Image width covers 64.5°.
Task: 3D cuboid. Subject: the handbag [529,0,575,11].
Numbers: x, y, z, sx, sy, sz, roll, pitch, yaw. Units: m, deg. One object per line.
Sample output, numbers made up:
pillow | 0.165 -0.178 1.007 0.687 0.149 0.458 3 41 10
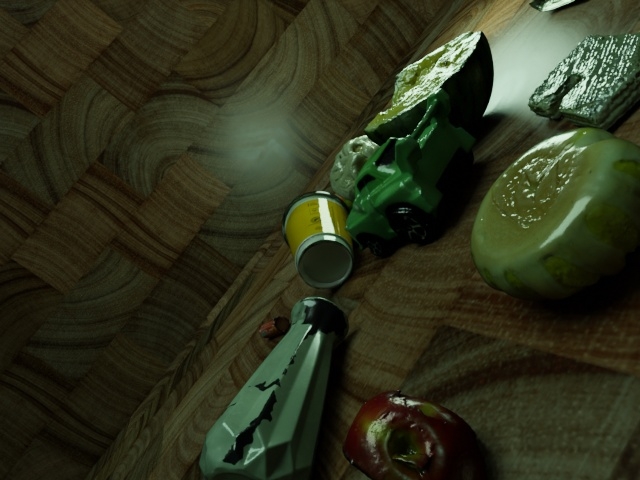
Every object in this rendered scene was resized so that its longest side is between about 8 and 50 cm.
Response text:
handbag | 0.612 -0.709 1.122 0.359 0.160 0.237 -49 4 12

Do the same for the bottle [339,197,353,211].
bottle | 0.077 -0.099 1.555 0.187 0.069 0.069 -47 12 31

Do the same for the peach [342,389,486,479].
peach | 0.093 0.202 0.501 0.093 0.127 0.172 -62 -12 -11

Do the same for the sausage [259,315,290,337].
sausage | -0.133 0.238 1.376 0.145 0.050 0.048 -33 63 56

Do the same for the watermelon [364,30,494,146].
watermelon | 0.271 -0.308 1.153 0.330 0.189 0.331 -35 27 20

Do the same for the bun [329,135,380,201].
bun | 0.123 -0.215 1.421 0.230 0.133 0.231 -22 42 21

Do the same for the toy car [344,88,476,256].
toy car | 0.161 -0.114 0.995 0.213 0.176 0.358 -56 11 -24

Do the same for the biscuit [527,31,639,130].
biscuit | 0.403 -0.237 0.751 0.147 0.046 0.250 -48 12 17

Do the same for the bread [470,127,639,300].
bread | 0.250 -0.021 0.536 0.213 0.104 0.213 -49 15 18

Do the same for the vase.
vase | -0.053 0.242 0.812 0.165 0.165 0.360 -44 10 34

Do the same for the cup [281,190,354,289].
cup | 0.000 0.000 1.283 0.196 0.196 0.280 -48 21 16
